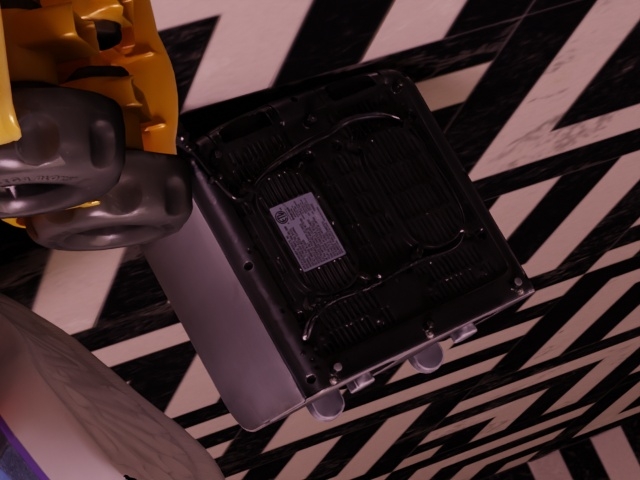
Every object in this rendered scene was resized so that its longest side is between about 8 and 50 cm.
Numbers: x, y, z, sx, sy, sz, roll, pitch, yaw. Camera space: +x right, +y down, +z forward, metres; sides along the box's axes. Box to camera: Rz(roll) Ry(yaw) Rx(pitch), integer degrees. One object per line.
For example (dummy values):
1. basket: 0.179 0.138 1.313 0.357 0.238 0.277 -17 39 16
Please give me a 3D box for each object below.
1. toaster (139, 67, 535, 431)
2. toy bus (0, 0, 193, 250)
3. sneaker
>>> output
1. toaster: 0.000 0.000 1.105 0.168 0.185 0.110 -24 169 -32
2. toy bus: -0.168 -0.063 0.726 0.211 0.149 0.220 -13 168 10
3. sneaker: -0.189 0.172 1.060 0.130 0.323 0.236 31 92 -33
